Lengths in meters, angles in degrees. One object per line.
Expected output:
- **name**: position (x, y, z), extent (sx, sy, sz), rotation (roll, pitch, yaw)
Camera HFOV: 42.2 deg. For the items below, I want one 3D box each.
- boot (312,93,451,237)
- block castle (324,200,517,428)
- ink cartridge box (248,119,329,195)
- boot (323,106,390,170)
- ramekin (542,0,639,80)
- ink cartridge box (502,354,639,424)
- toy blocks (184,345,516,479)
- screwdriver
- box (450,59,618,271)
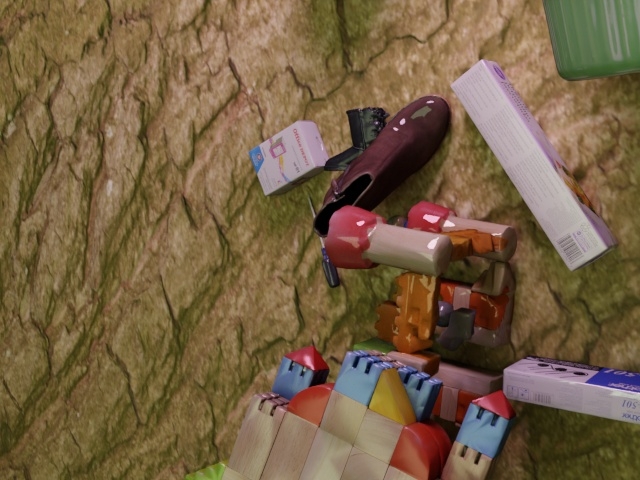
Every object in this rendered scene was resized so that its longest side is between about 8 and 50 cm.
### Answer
- **boot**: position (0.096, -0.108, 1.219), extent (0.090, 0.207, 0.248), rotation (44, 108, -2)
- **block castle**: position (0.115, 0.174, 1.201), extent (0.213, 0.303, 0.453), rotation (11, 101, 34)
- **ink cartridge box**: position (-0.053, -0.141, 1.430), extent (0.122, 0.052, 0.088), rotation (-27, 80, 33)
- **boot**: position (0.057, -0.165, 1.355), extent (0.121, 0.045, 0.099), rotation (-4, 96, 28)
- **ramekin**: position (0.404, -0.277, 0.953), extent (0.303, 0.303, 0.148), rotation (-3, 101, 35)
- **ink cartridge box**: position (0.369, 0.206, 1.153), extent (0.207, 0.097, 0.046), rotation (6, 99, 35)
- **toy blocks**: position (0.052, 0.252, 0.994), extent (0.381, 0.191, 0.261), rotation (22, 94, 25)
- **screwdriver**: position (0.000, 0.000, 1.428), extent (0.024, 0.025, 0.170), rotation (-23, 84, 35)
- **box**: position (0.302, -0.109, 1.180), extent (0.067, 0.063, 0.324), rotation (-39, 74, 30)
